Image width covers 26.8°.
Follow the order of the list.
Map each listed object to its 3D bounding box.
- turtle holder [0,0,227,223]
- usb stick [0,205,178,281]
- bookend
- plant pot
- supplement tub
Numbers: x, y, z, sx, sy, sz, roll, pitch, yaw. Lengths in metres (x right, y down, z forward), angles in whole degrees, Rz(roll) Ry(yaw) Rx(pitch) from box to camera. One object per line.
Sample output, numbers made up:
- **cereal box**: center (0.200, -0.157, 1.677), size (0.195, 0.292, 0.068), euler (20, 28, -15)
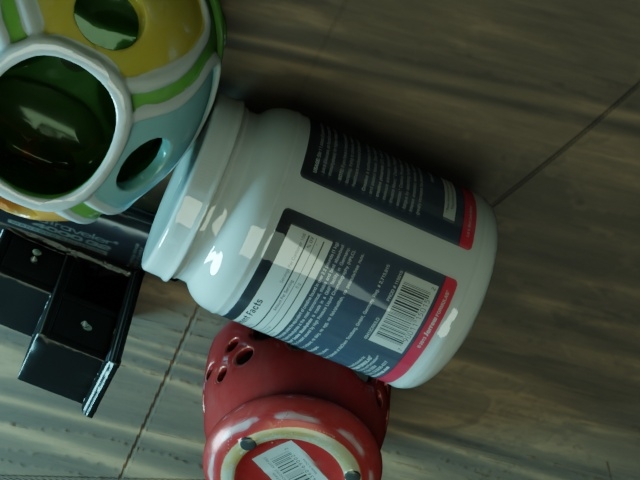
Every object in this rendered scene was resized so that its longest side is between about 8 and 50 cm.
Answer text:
- **turtle holder**: center (-0.176, -0.150, 1.072), size (0.320, 0.227, 0.243), euler (-30, 113, 14)
- **usb stick**: center (-0.245, -0.029, 1.256), size (0.278, 0.045, 0.077), euler (20, 146, -9)
- **bookend**: center (-0.259, 0.065, 1.258), size (0.157, 0.156, 0.072), euler (23, 120, -11)
- **plant pot**: center (-0.027, 0.178, 1.312), size (0.191, 0.174, 0.191), euler (2, 123, 3)
- **supplement tub**: center (0.000, 0.000, 1.185), size (0.272, 0.191, 0.191), euler (24, 120, -12)
